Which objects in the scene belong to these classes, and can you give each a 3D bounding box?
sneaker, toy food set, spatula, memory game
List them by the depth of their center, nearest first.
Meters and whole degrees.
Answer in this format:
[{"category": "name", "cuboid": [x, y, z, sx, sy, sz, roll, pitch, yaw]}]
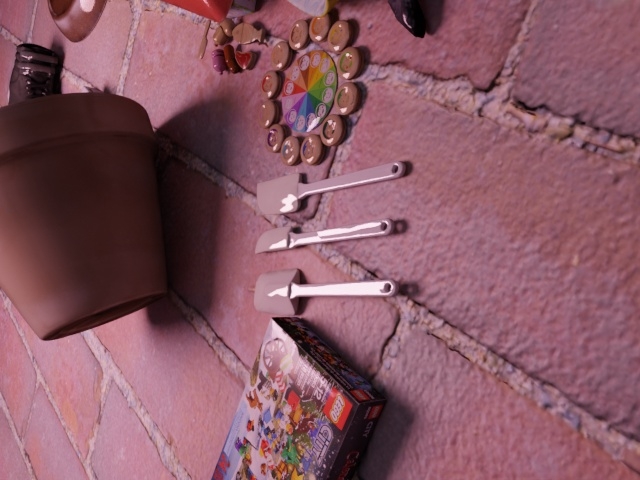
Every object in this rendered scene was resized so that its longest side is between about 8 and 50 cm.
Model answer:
[{"category": "spatula", "cuboid": [0.000, 0.000, 0.677, 0.242, 0.019, 0.168, -6, 76, 46]}, {"category": "memory game", "cuboid": [-0.018, -0.179, 0.715, 0.186, 0.012, 0.186, -6, 82, 47]}, {"category": "toy food set", "cuboid": [-0.121, -0.265, 0.835, 0.122, 0.019, 0.078, 30, 108, 37]}, {"category": "sneaker", "cuboid": [-0.628, -0.335, 1.326, 0.296, 0.104, 0.147, 55, 129, 40]}]

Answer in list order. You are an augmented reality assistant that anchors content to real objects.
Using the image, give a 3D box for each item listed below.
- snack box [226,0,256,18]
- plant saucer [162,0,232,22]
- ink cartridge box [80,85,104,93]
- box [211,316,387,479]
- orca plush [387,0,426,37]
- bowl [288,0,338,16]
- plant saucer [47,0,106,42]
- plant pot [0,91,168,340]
[{"category": "snack box", "cuboid": [-0.121, -0.381, 0.829, 0.100, 0.037, 0.141, 11, 92, 46]}, {"category": "plant saucer", "cuboid": [-0.159, -0.449, 0.821, 0.259, 0.047, 0.259, 37, 107, 45]}, {"category": "ink cartridge box", "cuboid": [-0.428, -0.145, 1.132, 0.224, 0.045, 0.223, 45, 117, 40]}, {"category": "box", "cuboid": [-0.034, 0.224, 0.665, 0.159, 0.044, 0.233, 36, 112, 44]}, {"category": "orca plush", "cuboid": [0.137, -0.300, 0.495, 0.151, 0.102, 0.287, -74, 1, -48]}, {"category": "bowl", "cuboid": [-0.031, -0.393, 0.604, 0.156, 0.289, 0.289, -42, 51, -1]}, {"category": "plant saucer", "cuboid": [-0.514, -0.581, 1.274, 0.310, 0.050, 0.311, -7, 80, 46]}, {"category": "plant pot", "cuboid": [-0.362, -0.017, 0.894, 0.323, 0.323, 0.281, -28, 83, 42]}]
